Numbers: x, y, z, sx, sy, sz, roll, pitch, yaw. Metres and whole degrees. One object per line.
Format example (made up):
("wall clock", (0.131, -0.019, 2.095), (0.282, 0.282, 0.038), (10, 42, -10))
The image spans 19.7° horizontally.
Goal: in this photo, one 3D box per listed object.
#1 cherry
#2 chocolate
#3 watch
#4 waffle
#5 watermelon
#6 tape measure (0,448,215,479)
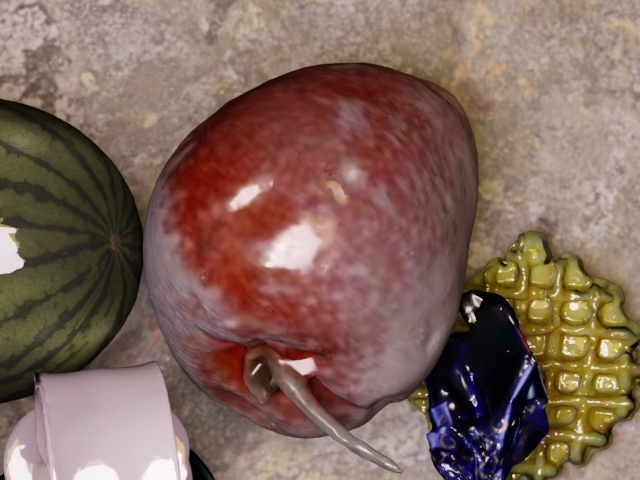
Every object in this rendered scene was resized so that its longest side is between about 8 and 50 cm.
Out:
("cherry", (0.000, 0.010, 1.626), (0.291, 0.335, 0.326), (15, 119, 18))
("chocolate", (0.152, 0.215, 1.653), (0.126, 0.148, 0.343), (-16, 98, -35))
("watch", (-0.185, 0.225, 1.514), (0.210, 0.217, 0.248), (-4, 81, -10))
("waffle", (0.197, 0.119, 1.724), (0.223, 0.054, 0.204), (-42, 89, 4))
("watermelon", (-0.331, 0.010, 1.638), (0.359, 0.279, 0.279), (1, 84, 23))
("tape measure", (-0.191, 0.262, 1.688), (0.202, 0.135, 0.223), (-39, 87, -12))
